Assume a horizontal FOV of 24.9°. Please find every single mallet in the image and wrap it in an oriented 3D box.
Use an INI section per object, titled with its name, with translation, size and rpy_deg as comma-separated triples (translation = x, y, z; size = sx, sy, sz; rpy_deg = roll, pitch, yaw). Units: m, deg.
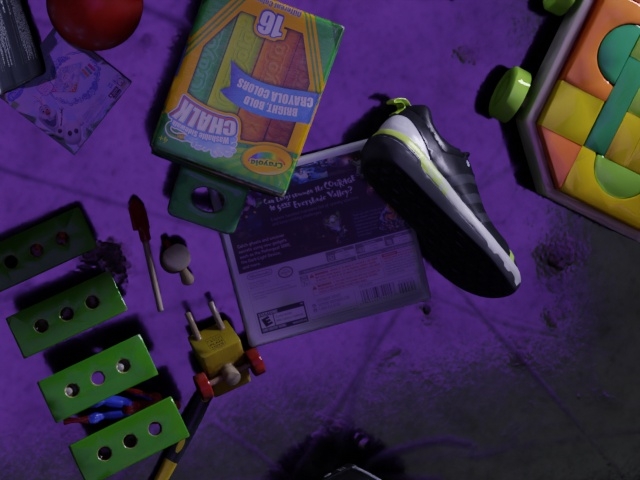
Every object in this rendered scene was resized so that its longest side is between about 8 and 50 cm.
[mallet]
translation = -0.145, 0.231, 1.448
size = 0.062, 0.039, 0.189
rpy_deg = 35, 88, -11

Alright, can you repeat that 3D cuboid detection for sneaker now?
[sneaker]
translation = 0.136, -0.043, 1.420
size = 0.234, 0.084, 0.097
rpy_deg = 50, 56, -27

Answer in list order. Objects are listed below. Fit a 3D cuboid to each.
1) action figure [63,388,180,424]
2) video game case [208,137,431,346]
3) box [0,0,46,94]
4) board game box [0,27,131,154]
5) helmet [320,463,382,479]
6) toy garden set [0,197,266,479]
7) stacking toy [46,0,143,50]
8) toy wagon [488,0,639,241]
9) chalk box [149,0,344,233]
[action figure]
translation = -0.196, 0.164, 1.432
size = 0.115, 0.030, 0.038
rpy_deg = 1, 103, -12
[video game case]
translation = 0.000, 0.000, 1.439
size = 0.190, 0.022, 0.173
rpy_deg = -15, 101, -5
[box]
translation = -0.428, -0.164, 1.196
size = 0.343, 0.312, 0.178
rpy_deg = -16, 101, -1
[board game box]
translation = -0.243, -0.144, 1.382
size = 0.090, 0.020, 0.090
rpy_deg = 39, 92, -11
[helmet]
translation = 0.035, 0.322, 1.423
size = 0.169, 0.169, 0.161
rpy_deg = 38, 76, -12
[toy garden set]
translation = -0.188, 0.082, 1.403
size = 0.204, 0.049, 0.244
rpy_deg = -25, 90, -14
[stacking toy]
translation = -0.151, -0.314, 1.288
size = 0.141, 0.141, 0.330
rpy_deg = 30, 116, -11
[toy wagon]
translation = 0.339, -0.179, 1.437
size = 0.267, 0.068, 0.344
rpy_deg = 25, 94, -11
[chalk box]
translation = -0.078, -0.114, 1.340
size = 0.132, 0.132, 0.213
rpy_deg = 19, 90, -6
